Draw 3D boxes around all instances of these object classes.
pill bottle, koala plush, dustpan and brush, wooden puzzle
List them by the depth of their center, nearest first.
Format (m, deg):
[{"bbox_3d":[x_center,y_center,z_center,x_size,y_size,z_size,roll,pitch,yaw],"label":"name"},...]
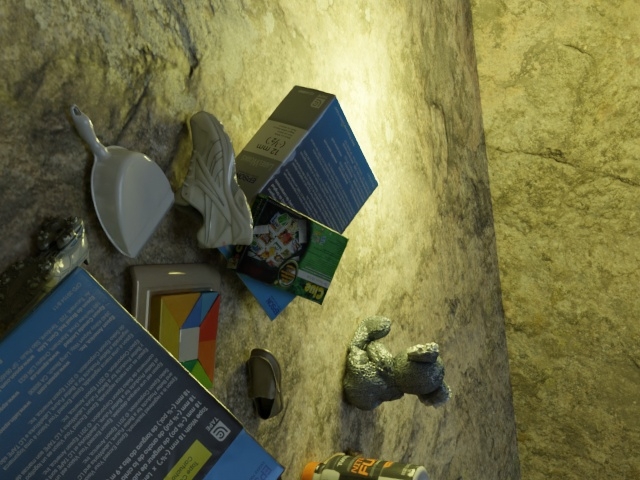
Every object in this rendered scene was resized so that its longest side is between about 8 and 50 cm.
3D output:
[{"bbox_3d":[-0.284,-0.098,1.151,0.147,0.060,0.211,-65,151,-44],"label":"dustpan and brush"},{"bbox_3d":[-0.216,0.155,1.284,0.221,0.044,0.239,1,89,-64],"label":"wooden puzzle"},{"bbox_3d":[0.084,0.500,1.663,0.130,0.245,0.131,1,90,-65],"label":"pill bottle"},{"bbox_3d":[0.182,0.299,1.897,0.203,0.221,0.196,-52,135,-52],"label":"koala plush"}]

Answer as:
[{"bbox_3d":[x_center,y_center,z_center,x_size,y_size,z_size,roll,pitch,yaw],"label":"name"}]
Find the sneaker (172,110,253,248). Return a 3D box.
[{"bbox_3d":[-0.183,-0.094,1.306,0.090,0.115,0.232,111,-37,-70],"label":"sneaker"}]

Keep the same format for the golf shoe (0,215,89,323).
[{"bbox_3d":[-0.333,0.050,1.025,0.176,0.069,0.086,-61,148,-43],"label":"golf shoe"}]

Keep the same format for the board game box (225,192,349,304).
[{"bbox_3d":[-0.049,0.021,1.443,0.259,0.030,0.136,27,83,-53],"label":"board game box"}]

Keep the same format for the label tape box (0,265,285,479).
[{"bbox_3d":[-0.241,0.233,0.923,0.334,0.106,0.241,47,60,-10],"label":"label tape box"}]

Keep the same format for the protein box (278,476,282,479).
[{"bbox_3d":[-0.178,0.383,1.069,0.201,0.200,0.136,23,38,-35],"label":"protein box"}]

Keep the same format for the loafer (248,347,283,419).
[{"bbox_3d":[-0.099,0.262,1.508,0.050,0.056,0.148,-58,139,-58],"label":"loafer"}]

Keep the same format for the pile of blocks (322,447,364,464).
[{"bbox_3d":[0.121,0.557,1.892,0.362,0.112,0.149,40,54,-58],"label":"pile of blocks"}]

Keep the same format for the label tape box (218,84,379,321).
[{"bbox_3d":[-0.062,-0.066,1.501,0.348,0.115,0.249,-52,140,-18],"label":"label tape box"}]
